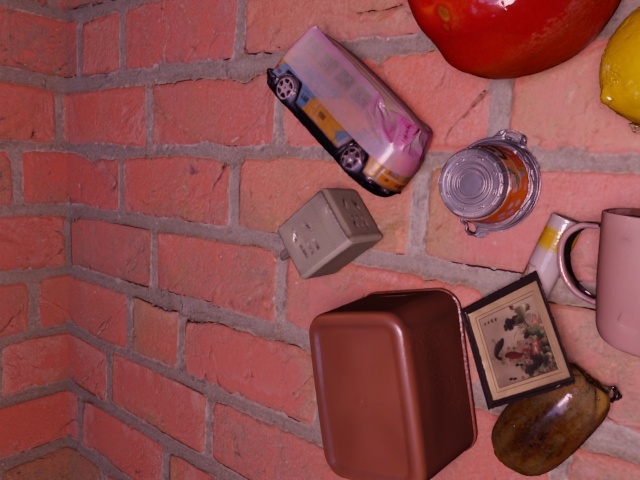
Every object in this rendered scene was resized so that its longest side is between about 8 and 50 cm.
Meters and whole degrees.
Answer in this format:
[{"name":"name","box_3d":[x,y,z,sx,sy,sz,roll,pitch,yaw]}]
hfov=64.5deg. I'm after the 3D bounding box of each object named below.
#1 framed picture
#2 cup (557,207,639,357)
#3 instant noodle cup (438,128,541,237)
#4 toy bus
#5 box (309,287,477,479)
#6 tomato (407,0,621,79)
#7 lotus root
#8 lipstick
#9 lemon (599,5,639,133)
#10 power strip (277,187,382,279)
[{"name":"framed picture","box_3d":[0.339,0.179,0.899,0.195,0.010,0.199,-43,47,48]},{"name":"cup","box_3d":[0.484,0.057,0.759,0.253,0.191,0.200,12,104,44]},{"name":"instant noodle cup","box_3d":[0.293,-0.103,0.923,0.177,0.125,0.208,10,100,37]},{"name":"toy bus","box_3d":[0.068,-0.272,1.054,0.162,0.171,0.386,-50,66,25]},{"name":"box","box_3d":[0.140,0.281,1.008,0.239,0.229,0.339,-8,89,38]},{"name":"tomato","box_3d":[0.304,-0.424,0.796,0.290,0.293,0.325,-4,82,49]},{"name":"lotus root","box_3d":[0.395,0.315,0.886,0.124,0.123,0.241,49,117,35]},{"name":"lipstick","box_3d":[0.386,0.080,0.911,0.059,0.059,0.264,30,111,31]},{"name":"lemon","box_3d":[0.502,-0.259,0.725,0.173,0.173,0.206,40,101,28]},{"name":"power strip","box_3d":[0.000,0.000,1.145,0.224,0.139,0.140,-40,71,32]}]
